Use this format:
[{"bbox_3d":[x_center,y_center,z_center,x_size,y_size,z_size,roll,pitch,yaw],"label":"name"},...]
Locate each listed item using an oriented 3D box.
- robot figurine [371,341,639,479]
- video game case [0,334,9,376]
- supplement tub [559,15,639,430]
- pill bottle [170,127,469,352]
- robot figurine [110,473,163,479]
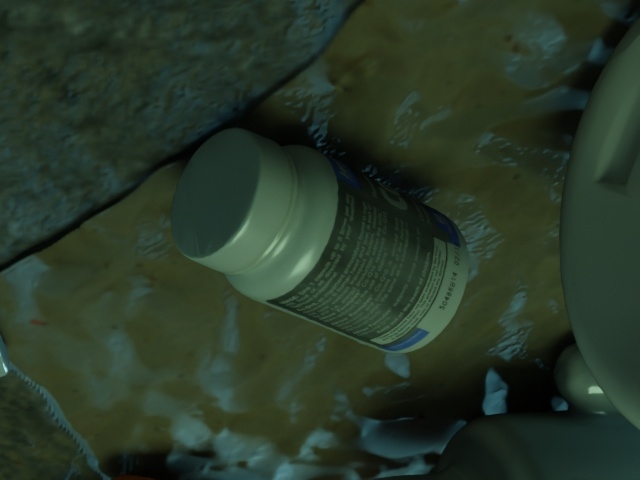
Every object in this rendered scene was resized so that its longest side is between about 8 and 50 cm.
[{"bbox_3d":[0.200,0.203,0.960,0.354,0.200,0.299,-2,104,-17],"label":"robot figurine"},{"bbox_3d":[-0.265,0.032,0.752,0.190,0.022,0.173,-12,141,-3],"label":"video game case"},{"bbox_3d":[0.297,0.003,0.730,0.316,0.228,0.228,10,135,-28],"label":"supplement tub"},{"bbox_3d":[0.000,0.000,0.752,0.137,0.078,0.078,25,127,-39],"label":"pill bottle"},{"bbox_3d":[-0.096,0.225,0.958,0.219,0.128,0.158,-3,151,-16],"label":"robot figurine"}]
